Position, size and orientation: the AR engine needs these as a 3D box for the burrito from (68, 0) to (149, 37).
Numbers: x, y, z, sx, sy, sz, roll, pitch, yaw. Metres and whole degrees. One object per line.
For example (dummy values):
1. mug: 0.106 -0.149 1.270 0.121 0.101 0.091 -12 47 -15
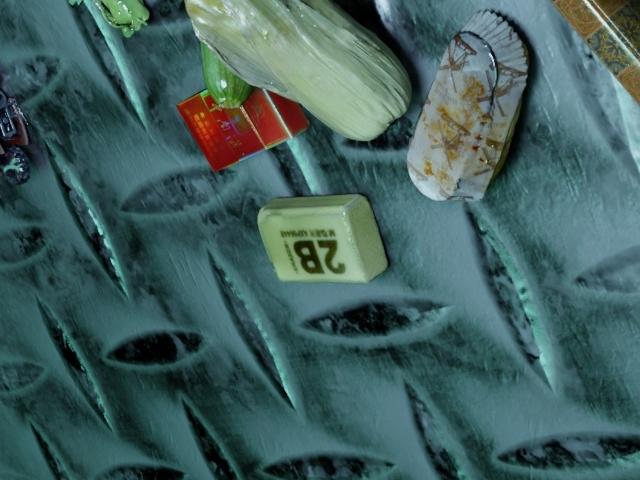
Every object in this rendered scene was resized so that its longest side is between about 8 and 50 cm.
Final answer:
1. burrito: -0.343 -0.395 1.814 0.288 0.054 0.104 51 139 0

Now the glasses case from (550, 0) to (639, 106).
1. glasses case: 0.298 -0.237 1.348 0.218 0.075 0.049 50 135 2

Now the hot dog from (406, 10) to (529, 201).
1. hot dog: 0.173 -0.149 1.529 0.131 0.069 0.253 40 135 26

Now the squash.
1. squash: -0.123 -0.276 1.660 0.068 0.077 0.219 -7 92 38

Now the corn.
1. corn: -0.027 -0.237 1.548 0.305 0.122 0.123 35 155 -15

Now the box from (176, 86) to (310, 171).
1. box: -0.107 -0.168 1.769 0.175 0.048 0.112 -20 103 47

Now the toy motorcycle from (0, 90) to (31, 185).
1. toy motorcycle: -0.538 -0.187 2.111 0.118 0.084 0.212 -6 106 45

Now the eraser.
1. eraser: 0.000 0.000 1.786 0.172 0.058 0.117 -1 117 42
